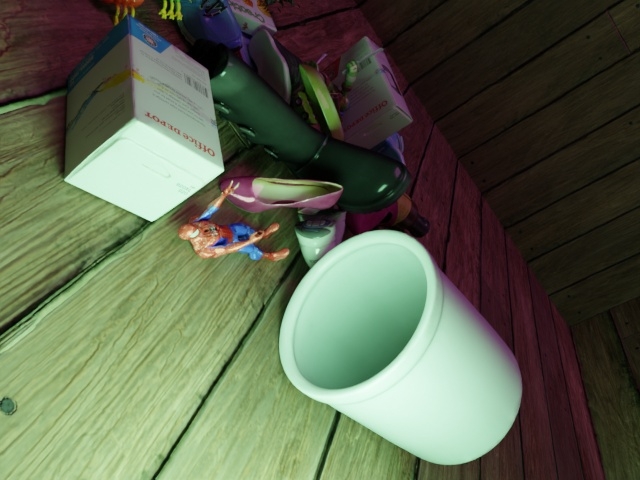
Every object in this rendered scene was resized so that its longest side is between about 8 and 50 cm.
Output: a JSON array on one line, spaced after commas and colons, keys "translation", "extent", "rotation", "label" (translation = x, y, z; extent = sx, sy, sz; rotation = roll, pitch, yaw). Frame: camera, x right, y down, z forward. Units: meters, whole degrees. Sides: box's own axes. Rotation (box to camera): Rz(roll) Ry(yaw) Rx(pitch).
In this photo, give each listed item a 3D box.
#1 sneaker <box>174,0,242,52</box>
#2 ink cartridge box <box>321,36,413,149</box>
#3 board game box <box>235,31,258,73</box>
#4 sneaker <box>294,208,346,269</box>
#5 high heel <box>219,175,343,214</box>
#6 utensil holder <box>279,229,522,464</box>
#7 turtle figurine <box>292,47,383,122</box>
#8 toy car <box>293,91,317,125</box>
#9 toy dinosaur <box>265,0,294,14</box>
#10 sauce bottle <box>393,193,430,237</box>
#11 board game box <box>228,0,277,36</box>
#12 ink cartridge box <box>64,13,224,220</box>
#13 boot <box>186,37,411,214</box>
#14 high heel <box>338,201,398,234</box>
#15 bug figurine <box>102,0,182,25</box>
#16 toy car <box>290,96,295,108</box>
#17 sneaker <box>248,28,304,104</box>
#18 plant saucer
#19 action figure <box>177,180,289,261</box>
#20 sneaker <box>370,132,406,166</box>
[{"translation": [-0.279, -0.570, 1.371], "extent": [0.129, 0.147, 0.330], "rotation": [-31, 89, -21], "label": "sneaker"}, {"translation": [0.140, -0.471, 1.994], "extent": [0.131, 0.226, 0.306], "rotation": [19, 47, -52], "label": "ink cartridge box"}, {"translation": [-0.190, -0.502, 1.652], "extent": [0.145, 0.027, 0.282], "rotation": [15, 49, -54], "label": "board game box"}, {"translation": [0.000, 0.000, 1.376], "extent": [0.297, 0.110, 0.130], "rotation": [-56, 142, -72], "label": "sneaker"}, {"translation": [-0.077, -0.103, 1.238], "extent": [0.244, 0.117, 0.082], "rotation": [14, 62, -28], "label": "high heel"}, {"translation": [0.167, 0.219, 1.159], "extent": [0.385, 0.327, 0.328], "rotation": [42, 30, -36], "label": "utensil holder"}, {"translation": [0.006, -0.503, 1.826], "extent": [0.197, 0.275, 0.266], "rotation": [32, 17, 28], "label": "turtle figurine"}, {"translation": [-0.028, -0.298, 1.675], "extent": [0.239, 0.053, 0.225], "rotation": [-13, 79, -65], "label": "toy car"}, {"translation": [-0.143, -0.796, 1.839], "extent": [0.322, 0.218, 0.165], "rotation": [25, 42, -50], "label": "toy dinosaur"}, {"translation": [0.229, -0.104, 1.884], "extent": [0.344, 0.111, 0.112], "rotation": [34, 34, -43], "label": "sauce bottle"}, {"translation": [-0.263, -0.658, 1.607], "extent": [0.305, 0.053, 0.193], "rotation": [5, 57, -49], "label": "board game box"}, {"translation": [-0.281, -0.187, 0.958], "extent": [0.171, 0.168, 0.233], "rotation": [29, 38, -46], "label": "ink cartridge box"}, {"translation": [-0.057, -0.245, 1.294], "extent": [0.445, 0.367, 0.146], "rotation": [42, 71, -39], "label": "boot"}, {"translation": [0.133, -0.051, 1.649], "extent": [0.377, 0.127, 0.182], "rotation": [31, 51, -60], "label": "high heel"}, {"translation": [-0.390, -0.565, 1.248], "extent": [0.216, 0.072, 0.279], "rotation": [-9, 67, -40], "label": "bug figurine"}, {"translation": [-0.089, -0.423, 1.721], "extent": [0.122, 0.060, 0.040], "rotation": [65, -7, -2], "label": "toy car"}, {"translation": [-0.090, -0.420, 1.584], "extent": [0.146, 0.104, 0.296], "rotation": [24, 37, -43], "label": "sneaker"}, {"translation": [0.008, -0.333, 1.521], "extent": [0.241, 0.037, 0.241], "rotation": [158, -90, -90], "label": "plant saucer"}, {"translation": [-0.133, -0.024, 1.100], "extent": [0.280, 0.139, 0.092], "rotation": [4, 57, -58], "label": "action figure"}, {"translation": [0.248, -0.285, 2.105], "extent": [0.208, 0.127, 0.319], "rotation": [9, 55, -57], "label": "sneaker"}]
